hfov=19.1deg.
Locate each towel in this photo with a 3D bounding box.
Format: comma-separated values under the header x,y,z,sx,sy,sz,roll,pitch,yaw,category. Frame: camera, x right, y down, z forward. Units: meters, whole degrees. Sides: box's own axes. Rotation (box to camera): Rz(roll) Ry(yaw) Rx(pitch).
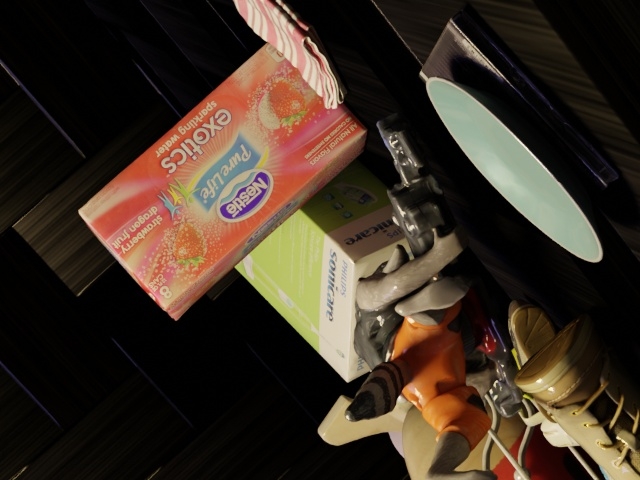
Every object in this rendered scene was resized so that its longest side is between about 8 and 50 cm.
x,y,z,sx,sy,sz,roll,pitch,yaw,category
-0.054,-0.232,1.997,0.197,0.029,0.144,45,173,30,towel

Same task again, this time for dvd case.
x,y,z,sx,sy,sz,roll,pitch,yaw,category
0.147,-0.091,1.454,0.164,0.018,0.221,47,174,2,dvd case

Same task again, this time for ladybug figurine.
x,y,z,sx,sy,sz,roll,pitch,yaw,category
0.294,0.364,2.482,0.449,0.162,0.305,48,-154,-11,ladybug figurine

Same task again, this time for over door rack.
x,y,z,sx,sy,sz,roll,pitch,yaw,category
0.250,0.272,2.229,0.324,0.108,0.239,40,-166,26,over door rack

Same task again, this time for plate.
x,y,z,sx,sy,sz,roll,pitch,yaw,category
0.151,-0.059,1.428,0.188,0.024,0.188,47,174,7,plate

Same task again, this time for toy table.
x,y,z,sx,sy,sz,roll,pitch,yaw,category
0.129,0.218,2.796,0.161,0.252,0.274,32,174,-26,toy table

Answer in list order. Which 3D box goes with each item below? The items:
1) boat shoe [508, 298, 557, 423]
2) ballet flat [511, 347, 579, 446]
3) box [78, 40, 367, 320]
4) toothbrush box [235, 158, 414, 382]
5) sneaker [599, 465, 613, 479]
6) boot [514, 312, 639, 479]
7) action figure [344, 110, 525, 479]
x,y,z,sx,sy,sz,roll,pitch,yaw,category
0.242,0.127,2.056,0.049,0.056,0.152,-110,0,-64,boat shoe
0.270,0.189,2.145,0.077,0.077,0.231,54,172,-34,ballet flat
-0.105,-0.067,2.125,0.154,0.300,0.142,48,175,5,box
0.000,0.000,2.342,0.283,0.122,0.206,45,147,37,toothbrush box
0.333,0.252,1.965,0.083,0.071,0.190,48,-165,-55,sneaker
0.282,0.175,1.812,0.203,0.095,0.262,49,-179,8,boot
0.080,0.063,1.840,0.330,0.179,0.341,-111,-3,-78,action figure
